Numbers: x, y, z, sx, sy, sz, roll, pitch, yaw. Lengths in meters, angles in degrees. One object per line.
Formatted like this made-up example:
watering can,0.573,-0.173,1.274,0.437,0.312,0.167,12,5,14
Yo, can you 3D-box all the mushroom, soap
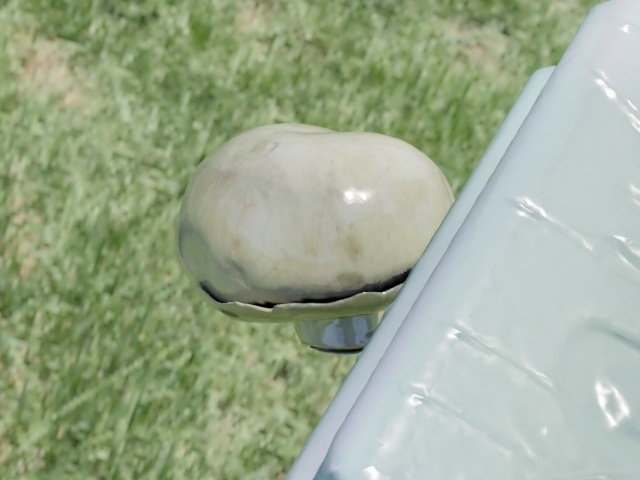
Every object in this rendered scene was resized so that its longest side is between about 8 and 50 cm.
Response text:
mushroom,0.000,0.000,0.893,0.154,0.122,0.154,-7,13,2
soap,0.125,0.030,0.616,0.173,0.095,0.289,35,58,-2
